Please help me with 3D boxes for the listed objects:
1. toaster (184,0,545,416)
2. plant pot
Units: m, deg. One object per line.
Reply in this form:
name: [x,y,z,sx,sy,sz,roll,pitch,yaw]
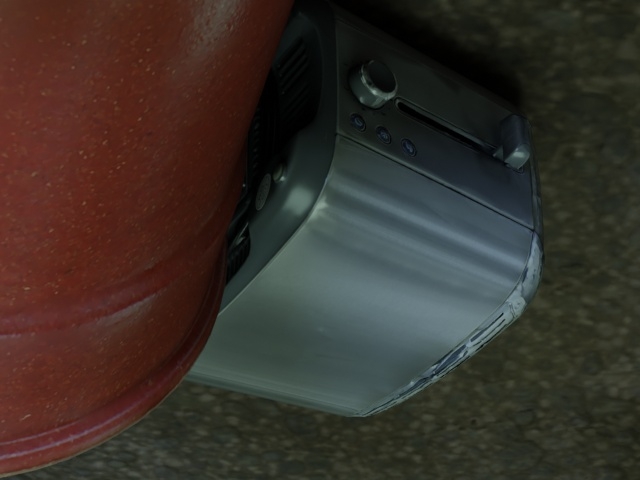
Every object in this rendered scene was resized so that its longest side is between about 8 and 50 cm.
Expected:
toaster: [0.000,0.000,0.760,0.146,0.129,0.227,20,139,-25]
plant pot: [-0.114,-0.107,0.530,0.272,0.272,0.265,15,134,-16]
